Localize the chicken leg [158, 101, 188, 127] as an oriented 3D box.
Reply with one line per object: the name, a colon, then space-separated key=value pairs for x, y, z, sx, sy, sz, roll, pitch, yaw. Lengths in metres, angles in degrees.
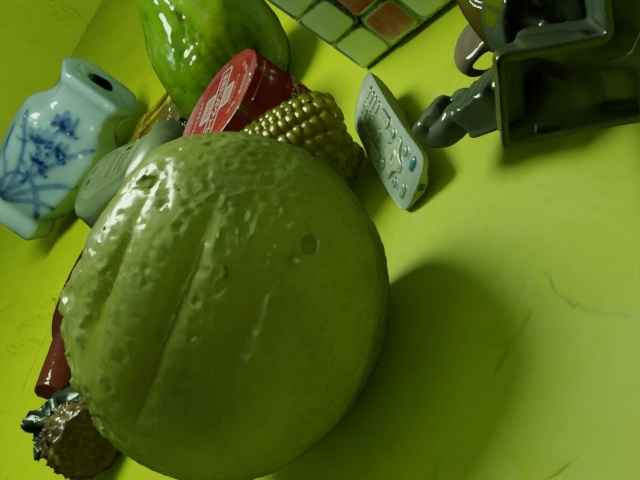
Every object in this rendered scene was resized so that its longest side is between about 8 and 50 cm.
chicken leg: x=-0.227 y=-0.228 z=1.638 sx=0.198 sy=0.084 sz=0.069 roll=0 pitch=88 yaw=60

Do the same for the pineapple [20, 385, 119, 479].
pineapple: x=-0.363 y=0.273 z=1.314 sx=0.237 sy=0.119 sz=0.111 roll=-3 pitch=90 yaw=59

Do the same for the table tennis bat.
table tennis bat: x=-0.431 y=0.100 z=1.676 sx=0.268 sy=0.051 sz=0.415 roll=-33 pitch=34 yaw=42

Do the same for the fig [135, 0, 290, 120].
fig: x=-0.177 y=-0.318 z=1.421 sx=0.233 sy=0.314 sz=0.233 roll=-14 pitch=51 yaw=18

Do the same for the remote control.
remote control: x=0.082 y=-0.119 z=1.035 sx=0.229 sy=0.044 sz=0.073 roll=-113 pitch=36 yaw=-52

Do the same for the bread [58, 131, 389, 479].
bread: x=-0.087 y=0.060 z=0.847 sx=0.321 sy=0.320 sz=0.237 roll=-54 pitch=-1 yaw=8

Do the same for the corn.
corn: x=-0.111 y=-0.042 z=1.067 sx=0.344 sy=0.131 sz=0.131 roll=-32 pitch=29 yaw=1

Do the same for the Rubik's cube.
Rubik's cube: x=0.057 y=-0.426 z=1.161 sx=0.253 sy=0.259 sz=0.256 roll=-30 pitch=38 yaw=41

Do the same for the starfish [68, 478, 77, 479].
starfish: x=-0.353 y=0.340 z=1.324 sx=0.092 sy=0.016 sz=0.086 roll=-3 pitch=60 yaw=65

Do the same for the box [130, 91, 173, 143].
box: x=-0.354 y=-0.258 z=1.947 sx=0.156 sy=0.022 sz=0.089 roll=-35 pitch=34 yaw=39

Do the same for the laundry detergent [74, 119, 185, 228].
laundry detergent: x=-0.279 y=-0.107 z=1.432 sx=0.253 sy=0.091 sz=0.181 roll=-20 pitch=38 yaw=47

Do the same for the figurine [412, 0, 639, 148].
figurine: x=0.199 y=-0.214 z=0.792 sx=0.342 sy=0.167 sz=0.285 roll=-35 pitch=27 yaw=15

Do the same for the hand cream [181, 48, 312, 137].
hand cream: x=-0.101 y=-0.162 z=1.299 sx=0.193 sy=0.125 sz=0.193 roll=-40 pitch=33 yaw=33

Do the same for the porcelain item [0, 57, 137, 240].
porcelain item: x=-0.597 y=-0.201 z=2.069 sx=0.405 sy=0.242 sz=0.178 roll=-51 pitch=8 yaw=19
